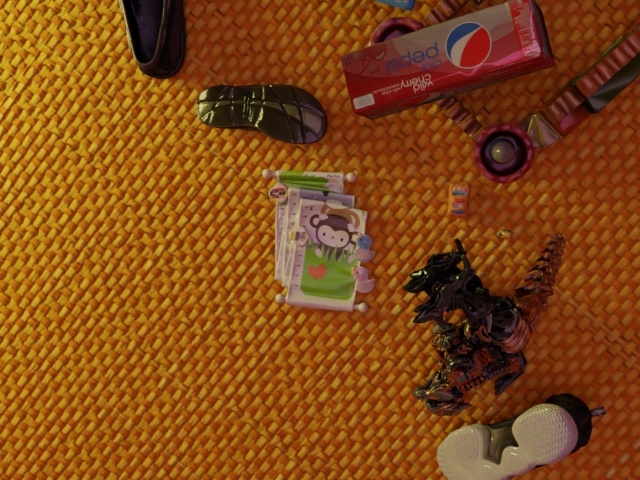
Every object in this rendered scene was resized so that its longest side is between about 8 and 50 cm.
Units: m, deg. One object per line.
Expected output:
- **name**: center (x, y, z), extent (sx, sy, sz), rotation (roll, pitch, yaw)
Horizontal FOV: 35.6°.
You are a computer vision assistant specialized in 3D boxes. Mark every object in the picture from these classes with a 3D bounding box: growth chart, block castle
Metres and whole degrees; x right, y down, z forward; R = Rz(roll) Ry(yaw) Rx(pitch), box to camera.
- **growth chart**: center (0.000, 0.000, 1.583), extent (0.172, 0.021, 0.237), rotation (-3, 97, 6)
- **block castle**: center (0.322, -0.321, 1.409), extent (0.453, 0.213, 0.303), rotation (-43, 90, 9)

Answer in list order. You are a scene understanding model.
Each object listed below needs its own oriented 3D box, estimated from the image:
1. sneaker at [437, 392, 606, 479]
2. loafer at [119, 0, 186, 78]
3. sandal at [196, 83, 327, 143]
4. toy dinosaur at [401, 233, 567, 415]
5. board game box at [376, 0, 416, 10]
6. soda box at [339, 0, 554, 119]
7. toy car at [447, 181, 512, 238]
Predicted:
- **sneaker**: center (0.314, 0.310, 1.538), extent (0.269, 0.153, 0.101), rotation (-31, 73, 44)
- **loafer**: center (-0.264, -0.402, 1.532), extent (0.109, 0.095, 0.302), rotation (-5, 96, 9)
- **sandal**: center (-0.088, -0.197, 1.557), extent (0.220, 0.060, 0.089), rotation (6, 91, 21)
- **toy dinosaur**: center (0.247, 0.118, 1.526), extent (0.218, 0.164, 0.322), rotation (38, 81, -13)
- **board game box**: center (0.029, -0.490, 1.401), extent (0.308, 0.086, 0.301), rotation (18, 56, 5)
- **soda box**: center (0.166, -0.236, 1.313), extent (0.263, 0.092, 0.083), rotation (-14, 85, 20)
- **toy car**: center (0.249, -0.047, 1.536), extent (0.122, 0.040, 0.060), rotation (21, 99, 5)
